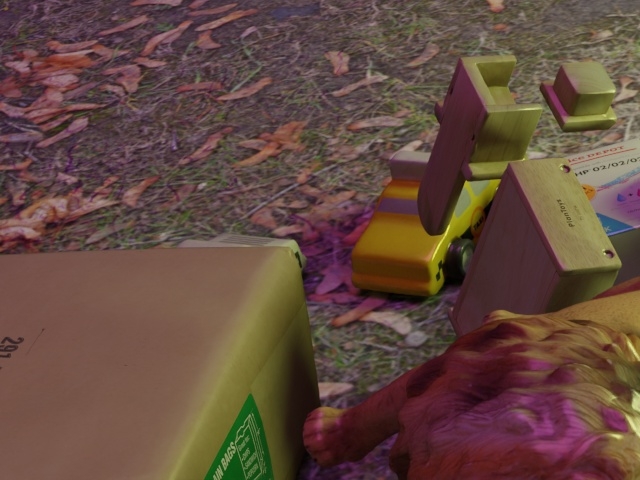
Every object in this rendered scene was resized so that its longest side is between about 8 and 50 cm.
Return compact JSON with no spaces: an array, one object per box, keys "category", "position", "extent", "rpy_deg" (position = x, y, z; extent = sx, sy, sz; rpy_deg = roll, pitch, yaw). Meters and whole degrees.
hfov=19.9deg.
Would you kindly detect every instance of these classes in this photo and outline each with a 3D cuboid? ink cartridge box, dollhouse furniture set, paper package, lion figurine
[{"category":"ink cartridge box","position":[0.232,-0.026,1.507],"extent":[0.104,0.061,0.181],"rpy_deg":[-15,28,-1]},{"category":"dollhouse furniture set","position":[0.286,0.013,1.349],"extent":[0.355,0.174,0.303],"rpy_deg":[-5,49,-20]},{"category":"paper package","position":[-0.183,0.152,1.273],"extent":[0.309,0.168,0.325],"rpy_deg":[-3,30,20]},{"category":"lion figurine","position":[0.154,0.075,0.962],"extent":[0.240,0.142,0.392],"rpy_deg":[-28,3,45]}]

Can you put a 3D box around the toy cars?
[{"category":"toy cars","position":[0.000,0.000,1.540],"extent":[0.393,0.087,0.176],"rpy_deg":[-20,29,-10]}]
